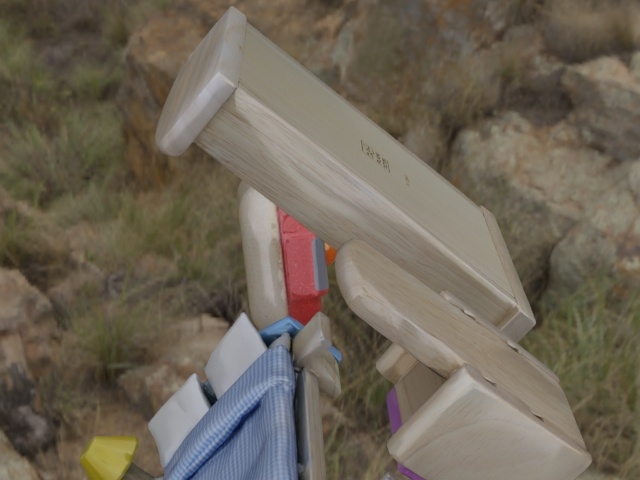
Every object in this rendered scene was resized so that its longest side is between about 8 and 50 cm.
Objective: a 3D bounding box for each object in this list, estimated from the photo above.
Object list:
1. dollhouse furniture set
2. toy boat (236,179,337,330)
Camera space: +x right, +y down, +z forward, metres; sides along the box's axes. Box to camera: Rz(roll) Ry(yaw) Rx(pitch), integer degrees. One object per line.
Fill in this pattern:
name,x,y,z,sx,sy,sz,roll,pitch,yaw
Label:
dollhouse furniture set,-0.065,0.082,0.612,0.198,0.303,0.286,36,18,-16
toy boat,0.000,0.000,1.137,0.151,0.151,0.231,-6,11,-4
